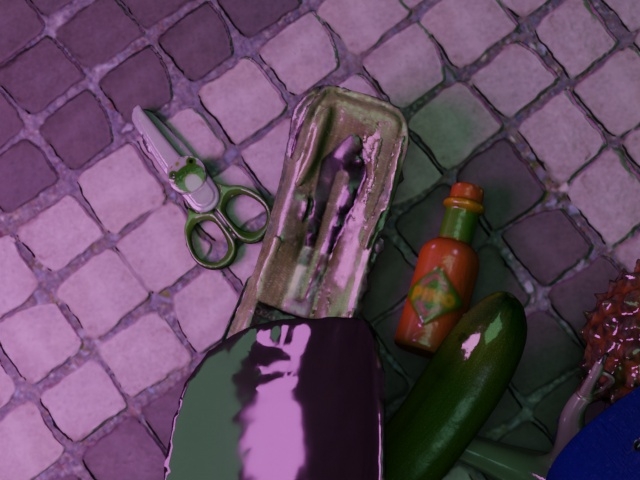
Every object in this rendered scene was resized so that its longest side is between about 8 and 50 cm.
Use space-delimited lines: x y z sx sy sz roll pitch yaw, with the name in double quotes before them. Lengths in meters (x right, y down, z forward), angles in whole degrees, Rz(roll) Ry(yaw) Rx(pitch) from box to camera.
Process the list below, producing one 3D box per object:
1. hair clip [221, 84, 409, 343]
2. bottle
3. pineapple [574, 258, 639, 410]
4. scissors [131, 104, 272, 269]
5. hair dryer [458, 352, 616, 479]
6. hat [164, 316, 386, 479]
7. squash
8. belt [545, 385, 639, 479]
"hair clip" 0.000 0.001 1.493 0.138 0.091 0.321 19 92 1
"bottle" 0.131 0.030 1.482 0.069 0.069 0.187 14 78 8
"pineapple" 0.331 0.101 1.402 0.193 0.166 0.166 -38 77 14
"scissors" -0.140 -0.068 1.549 0.101 0.027 0.204 -36 79 -4
"hair dryer" 0.209 0.186 1.406 0.167 0.067 0.199 7 121 24
"hat" -0.005 0.283 1.382 0.366 0.257 0.381 -4 53 38
"squash" 0.118 0.176 1.421 0.082 0.082 0.292 36 104 11
"belt" 0.387 0.207 1.315 0.347 0.212 0.117 -27 39 -1
